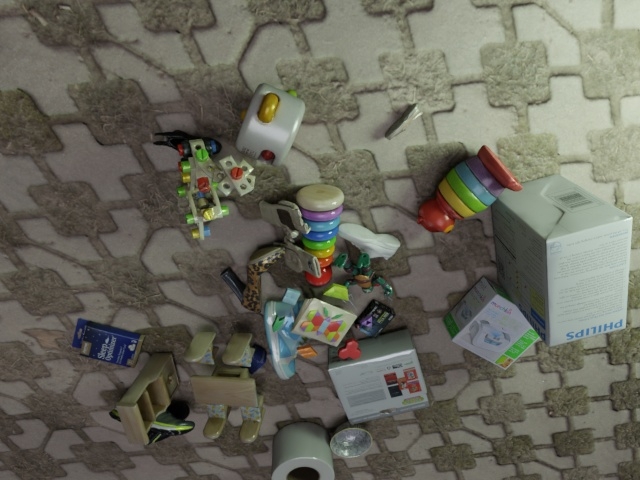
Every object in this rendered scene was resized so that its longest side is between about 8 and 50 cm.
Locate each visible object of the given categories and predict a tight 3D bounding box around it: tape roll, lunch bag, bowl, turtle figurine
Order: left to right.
[{"bbox_3d":[-0.240,0.433,1.552,0.065,0.067,0.098,39,110,-19],"label":"lunch bag"},{"bbox_3d":[-0.072,0.877,1.726,0.247,0.169,0.245,-2,117,-4],"label":"tape roll"},{"bbox_3d":[0.120,0.790,1.748,0.170,0.080,0.170,-2,115,-4],"label":"bowl"},{"bbox_3d":[0.137,0.132,1.408,0.176,0.118,0.234,-16,134,14],"label":"turtle figurine"}]

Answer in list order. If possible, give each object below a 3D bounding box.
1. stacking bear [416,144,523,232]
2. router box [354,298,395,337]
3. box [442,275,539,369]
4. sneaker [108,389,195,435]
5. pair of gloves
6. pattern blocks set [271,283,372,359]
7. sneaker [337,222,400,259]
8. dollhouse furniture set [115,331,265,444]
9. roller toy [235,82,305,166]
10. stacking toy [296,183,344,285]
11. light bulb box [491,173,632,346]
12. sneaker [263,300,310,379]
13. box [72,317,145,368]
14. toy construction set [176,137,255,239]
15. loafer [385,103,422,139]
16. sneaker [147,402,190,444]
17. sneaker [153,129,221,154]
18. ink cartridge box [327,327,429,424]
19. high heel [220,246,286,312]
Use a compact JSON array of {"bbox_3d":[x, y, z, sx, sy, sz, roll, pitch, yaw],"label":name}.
[{"bbox_3d":[0.420,-0.129,1.285,0.289,0.175,0.164,-41,72,25],"label":"stacking bear"},{"bbox_3d":[0.192,0.278,1.527,0.092,0.038,0.122,30,110,-18],"label":"router box"},{"bbox_3d":[0.614,0.291,1.521,0.262,0.126,0.231,30,112,-17],"label":"box"},{"bbox_3d":[-0.597,0.620,1.562,0.300,0.121,0.111,18,145,-3],"label":"sneaker"},{"bbox_3d":[-0.087,-0.012,1.295,0.042,0.204,0.239,-33,117,-32],"label":"pair of gloves"},{"bbox_3d":[0.011,0.268,1.392,0.325,0.026,0.285,10,112,-14],"label":"pattern blocks set"},{"bbox_3d":[0.143,0.014,1.379,0.213,0.080,0.094,17,125,-14],"label":"sneaker"},{"bbox_3d":[-0.414,0.525,1.436,0.395,0.256,0.361,1,117,9],"label":"dollhouse furniture set"},{"bbox_3d":[-0.139,-0.302,1.129,0.147,0.209,0.191,21,118,-13],"label":"roller toy"},{"bbox_3d":[0.000,0.000,1.332,0.141,0.141,0.330,-3,121,-3],"label":"stacking toy"},{"bbox_3d":[0.690,0.047,1.277,0.226,0.357,0.360,-15,117,5],"label":"light bulb box"},{"bbox_3d":[-0.070,0.344,1.491,0.209,0.127,0.318,-8,117,1],"label":"sneaker"},{"bbox_3d":[-0.740,0.358,1.494,0.226,0.036,0.136,19,113,-12],"label":"box"},{"bbox_3d":[-0.303,-0.146,1.156,0.151,0.328,0.214,-10,78,-35],"label":"toy construction set"},{"bbox_3d":[0.240,-0.332,1.232,0.039,0.045,0.125,36,106,-26],"label":"loafer"},{"bbox_3d":[-0.587,0.705,1.667,0.235,0.084,0.097,-35,147,8],"label":"sneaker"},{"bbox_3d":[-0.363,-0.265,1.189,0.170,0.089,0.051,15,114,-11],"label":"sneaker"},{"bbox_3d":[0.211,0.497,1.564,0.310,0.130,0.271,-15,111,8],"label":"ink cartridge box"},{"bbox_3d":[-0.174,0.128,1.387,0.261,0.093,0.186,-27,110,26],"label":"high heel"}]
